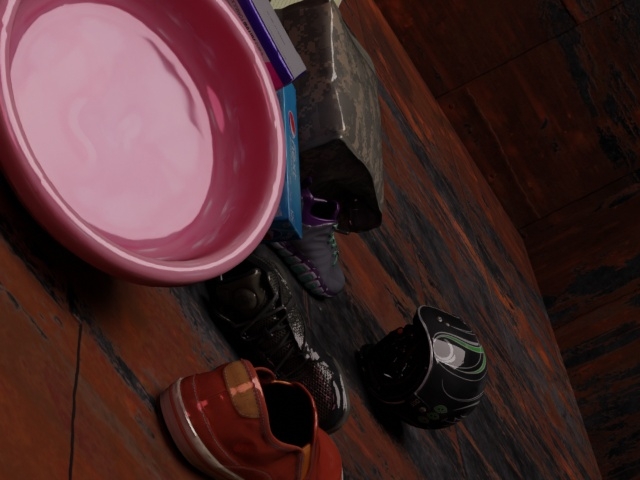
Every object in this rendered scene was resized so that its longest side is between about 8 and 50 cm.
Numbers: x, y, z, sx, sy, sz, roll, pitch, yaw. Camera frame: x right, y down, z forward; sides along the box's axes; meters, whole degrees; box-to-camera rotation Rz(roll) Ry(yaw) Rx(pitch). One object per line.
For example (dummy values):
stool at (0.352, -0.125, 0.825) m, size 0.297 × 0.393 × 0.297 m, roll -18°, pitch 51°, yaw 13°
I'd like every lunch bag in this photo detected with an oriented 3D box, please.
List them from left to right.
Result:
lunch bag at (0.000, -0.160, 2.202) m, size 0.287 × 0.169 × 0.235 m, roll 48°, pitch 33°, yaw -58°

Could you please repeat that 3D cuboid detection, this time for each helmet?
helmet at (0.151, 0.176, 2.203) m, size 0.161 × 0.169 × 0.169 m, roll 23°, pitch 39°, yaw -46°

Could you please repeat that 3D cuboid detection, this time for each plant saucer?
plant saucer at (-0.177, -0.113, 1.448) m, size 0.332 × 0.084 × 0.332 m, roll 20°, pitch 61°, yaw -40°

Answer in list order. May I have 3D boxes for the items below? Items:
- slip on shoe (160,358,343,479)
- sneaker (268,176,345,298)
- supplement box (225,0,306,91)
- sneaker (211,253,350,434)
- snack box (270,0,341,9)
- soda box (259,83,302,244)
slip on shoe at (-0.040, 0.192, 1.568) m, size 0.331 × 0.101 × 0.123 m, roll 42°, pitch 23°, yaw -61°
sneaker at (0.000, 0.000, 2.110) m, size 0.224 × 0.098 × 0.083 m, roll 46°, pitch 21°, yaw -51°
supplement box at (-0.140, -0.164, 1.631) m, size 0.111 × 0.220 × 0.114 m, roll 62°, pitch 11°, yaw -7°
sneaker at (-0.051, 0.107, 1.734) m, size 0.227 × 0.087 × 0.130 m, roll 64°, pitch 14°, yaw 22°
snack box at (-0.047, -0.372, 2.334) m, size 0.187 × 0.060 × 0.322 m, roll 48°, pitch 61°, yaw -48°
soda box at (-0.066, -0.105, 1.992) m, size 0.071 × 0.067 × 0.210 m, roll 58°, pitch 28°, yaw -65°
